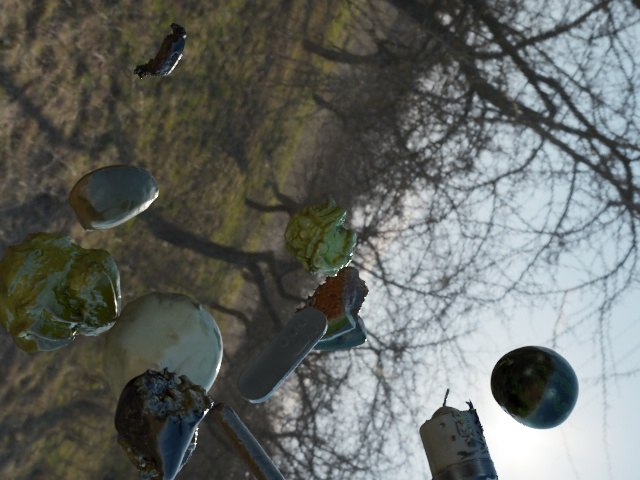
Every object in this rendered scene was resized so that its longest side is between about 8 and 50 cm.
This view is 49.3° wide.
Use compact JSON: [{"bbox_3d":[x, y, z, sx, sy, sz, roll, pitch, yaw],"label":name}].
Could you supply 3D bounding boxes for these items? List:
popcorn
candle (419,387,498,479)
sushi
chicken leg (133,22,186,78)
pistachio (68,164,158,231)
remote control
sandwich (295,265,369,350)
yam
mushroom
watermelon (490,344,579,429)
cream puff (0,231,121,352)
[{"bbox_3d":[0.001,-0.001,1.763,0.167,0.187,0.185,-37,-174,-13],"label":"popcorn"},{"bbox_3d":[0.379,0.568,1.993,0.187,0.187,0.330,117,-32,-48],"label":"candle"},{"bbox_3d":[-0.348,0.407,1.519,0.204,0.213,0.200,-54,159,16],"label":"sushi"},{"bbox_3d":[-0.452,-0.512,1.963,0.253,0.051,0.106,-26,-117,41],"label":"chicken leg"},{"bbox_3d":[-0.595,-0.136,2.014,0.260,0.163,0.213,-31,155,-27],"label":"pistachio"},{"bbox_3d":[-0.076,0.235,1.447,0.245,0.077,0.022,-46,150,-26],"label":"remote control"},{"bbox_3d":[0.057,0.215,2.128,0.162,0.250,0.301,-119,-141,-61],"label":"sandwich"},{"bbox_3d":[-0.129,0.426,1.372,0.046,0.264,0.046,-36,180,0],"label":"yam"},{"bbox_3d":[-0.409,0.302,1.792,0.314,0.314,0.336,-66,-173,-27],"label":"mushroom"},{"bbox_3d":[0.654,0.446,2.130,0.269,0.269,0.269,-155,-90,-88],"label":"watermelon"},{"bbox_3d":[-0.648,0.144,1.740,0.274,0.269,0.323,-66,160,-46],"label":"cream puff"}]
